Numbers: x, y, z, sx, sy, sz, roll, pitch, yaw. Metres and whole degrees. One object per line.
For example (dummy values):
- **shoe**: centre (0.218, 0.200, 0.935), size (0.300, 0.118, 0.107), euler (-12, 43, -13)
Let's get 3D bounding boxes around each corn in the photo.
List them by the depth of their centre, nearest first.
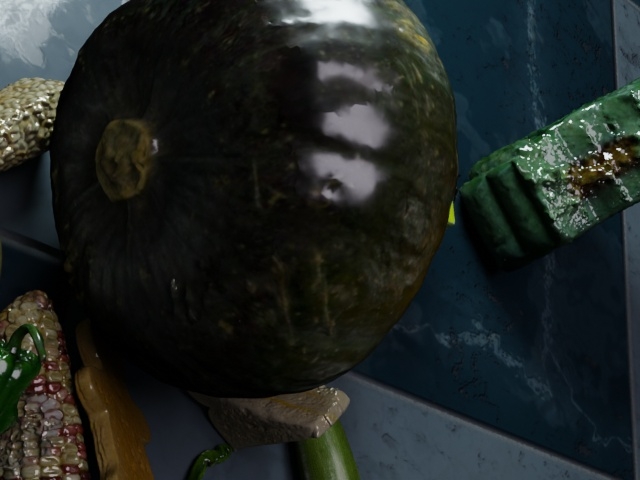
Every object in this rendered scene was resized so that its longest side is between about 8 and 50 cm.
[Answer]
- **corn**: centre (-0.270, 0.190, 1.105), size (0.098, 0.098, 0.289), euler (1, 72, -43)

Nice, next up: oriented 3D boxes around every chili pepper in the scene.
- **chili pepper**: centre (-0.315, 0.186, 1.022), size (0.074, 0.100, 0.257), euler (22, 86, -11)
- **chili pepper**: centre (-0.124, 0.247, 1.275), size (0.027, 0.022, 0.083), euler (31, 45, 14)

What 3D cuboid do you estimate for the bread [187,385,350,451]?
- **bread**: centre (-0.058, 0.168, 1.281), size (0.105, 0.152, 0.077), euler (57, 43, -14)

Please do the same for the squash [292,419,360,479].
- **squash**: centre (0.012, 0.306, 1.337), size (0.080, 0.071, 0.318), euler (8, 67, -40)

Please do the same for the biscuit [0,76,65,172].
- **biscuit**: centre (-0.327, -0.113, 1.205), size (0.168, 0.082, 0.070), euler (-40, 126, -46)

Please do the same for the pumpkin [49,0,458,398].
- **pumpkin**: centre (-0.063, -0.064, 1.162), size (0.344, 0.454, 0.454), euler (11, 65, -44)

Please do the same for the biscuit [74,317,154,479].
- **biscuit**: centre (-0.208, 0.183, 1.159), size (0.158, 0.035, 0.240), euler (66, 2, -56)

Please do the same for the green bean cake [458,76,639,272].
- **green bean cake**: centre (0.394, -0.112, 1.715), size (0.300, 0.308, 0.169), euler (-30, 92, -48)

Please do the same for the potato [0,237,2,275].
- **potato**: centre (-0.378, 0.024, 1.044), size (0.177, 0.160, 0.235), euler (66, 31, -24)

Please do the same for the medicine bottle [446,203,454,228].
- **medicine bottle**: centre (0.077, -0.123, 1.544), size (0.137, 0.141, 0.250), euler (13, 63, -36)
